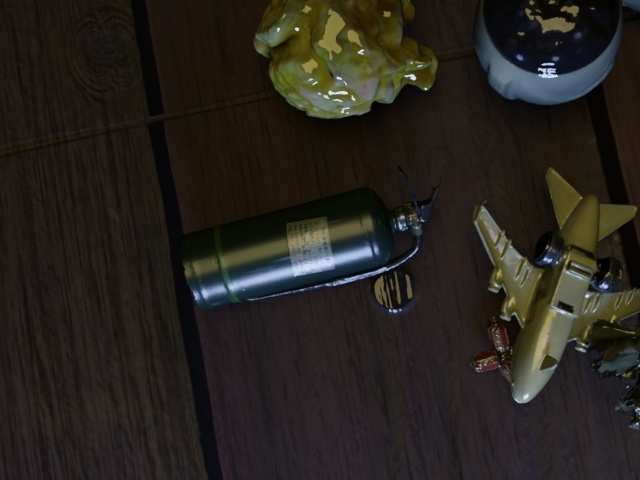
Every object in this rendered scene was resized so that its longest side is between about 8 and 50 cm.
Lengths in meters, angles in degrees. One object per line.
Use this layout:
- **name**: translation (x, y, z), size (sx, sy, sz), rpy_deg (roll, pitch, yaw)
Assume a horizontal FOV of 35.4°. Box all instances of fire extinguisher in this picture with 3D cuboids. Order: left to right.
- **fire extinguisher**: translation (0.000, 0.000, 1.103), size (0.294, 0.093, 0.118), rpy_deg (-14, 108, 5)

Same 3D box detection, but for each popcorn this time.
- **popcorn**: translation (0.027, -0.221, 1.086), size (0.187, 0.167, 0.185), rpy_deg (-30, 82, 0)

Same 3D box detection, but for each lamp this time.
- **lamp**: translation (0.211, 0.128, 1.091), size (0.083, 0.031, 0.063), rpy_deg (26, 89, 6)

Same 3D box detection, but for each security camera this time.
- **security camera**: translation (0.273, -0.264, 1.047), size (0.197, 0.191, 0.277), rpy_deg (43, 91, 8)

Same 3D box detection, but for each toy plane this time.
- **toy plane**: translation (0.251, 0.053, 1.049), size (0.229, 0.092, 0.244), rpy_deg (23, 74, -8)

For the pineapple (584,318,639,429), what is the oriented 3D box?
- **pineapple**: translation (0.435, 0.055, 1.000), size (0.361, 0.175, 0.175), rpy_deg (-41, 80, 2)
